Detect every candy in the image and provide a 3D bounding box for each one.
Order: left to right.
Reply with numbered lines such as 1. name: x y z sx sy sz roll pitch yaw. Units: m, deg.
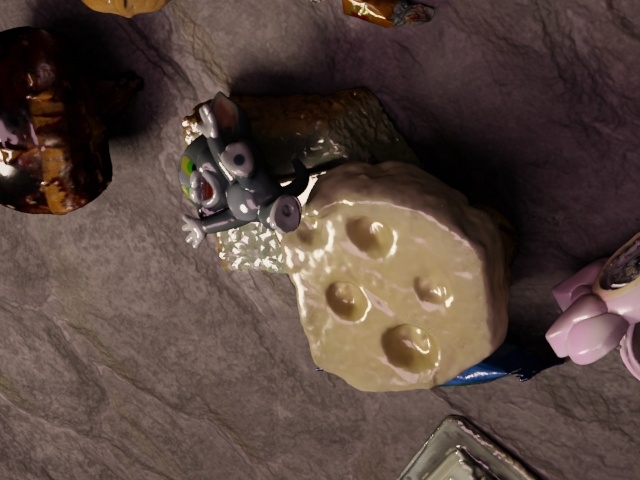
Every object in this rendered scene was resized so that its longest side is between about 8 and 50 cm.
1. candy: 0.062 -0.311 1.706 0.182 0.053 0.046 24 136 18
2. candy: 0.176 0.177 1.876 0.331 0.187 0.077 -3 92 29

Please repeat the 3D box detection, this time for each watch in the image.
1. watch: 0.449 0.110 1.664 0.217 0.211 0.248 44 123 -12

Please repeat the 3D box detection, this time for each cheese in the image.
1. cheese: 0.091 0.054 1.691 0.318 0.115 0.326 41 125 -2

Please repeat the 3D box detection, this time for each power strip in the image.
1. power strip: 0.228 0.402 2.056 0.198 0.064 0.213 37 132 8

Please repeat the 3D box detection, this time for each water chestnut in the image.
1. water chestnut: -0.401 -0.181 1.954 0.300 0.300 0.300 15 126 22

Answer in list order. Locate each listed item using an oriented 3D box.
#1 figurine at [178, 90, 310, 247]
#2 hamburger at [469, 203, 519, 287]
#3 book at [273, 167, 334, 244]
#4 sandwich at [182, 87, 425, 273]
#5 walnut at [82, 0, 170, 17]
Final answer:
1. figurine: -0.103 -0.089 1.697 0.265 0.140 0.193 11 114 45
2. hamburger: 0.185 0.044 1.821 0.262 0.131 0.124 -37 55 45
3. book: 0.000 0.000 1.792 0.138 0.016 0.198 -10 113 37
4. sandwich: -0.016 -0.076 1.850 0.325 0.131 0.262 2 118 29
5. walnut: -0.271 -0.389 1.796 0.167 0.149 0.166 0 113 0
